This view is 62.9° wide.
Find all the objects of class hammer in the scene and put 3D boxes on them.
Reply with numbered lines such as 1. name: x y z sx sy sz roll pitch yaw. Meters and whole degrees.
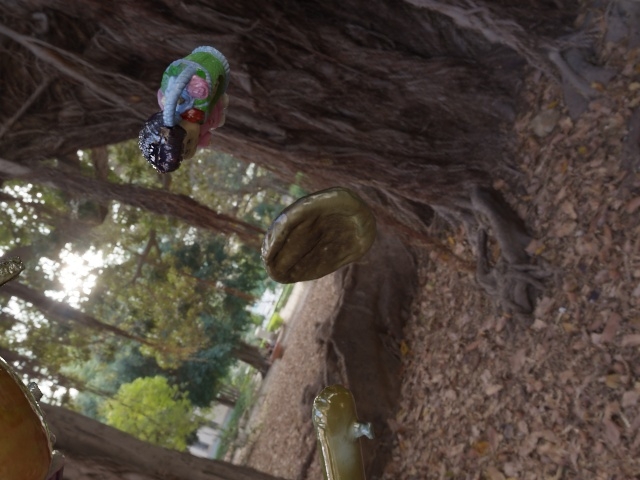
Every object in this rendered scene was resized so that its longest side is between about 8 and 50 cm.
1. hammer: 0.034 0.295 0.572 0.202 0.113 0.305 -19 -71 -45

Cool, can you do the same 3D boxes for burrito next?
1. burrito: -0.631 0.085 0.974 0.171 0.051 0.042 -43 -48 -44

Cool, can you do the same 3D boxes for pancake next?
1. pancake: 0.000 0.000 1.149 0.049 0.295 0.294 65 145 36

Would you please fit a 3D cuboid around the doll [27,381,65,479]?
1. doll: -0.522 0.338 0.878 0.149 0.192 0.095 -25 -24 -34

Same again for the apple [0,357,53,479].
1. apple: -0.501 0.249 0.625 0.309 0.314 0.252 -35 -13 -50

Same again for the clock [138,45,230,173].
1. clock: -0.244 -0.232 0.942 0.194 0.100 0.195 114 179 -47

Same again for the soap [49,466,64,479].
1. soap: -0.598 0.546 1.087 0.122 0.066 0.203 -67 -1 -61
